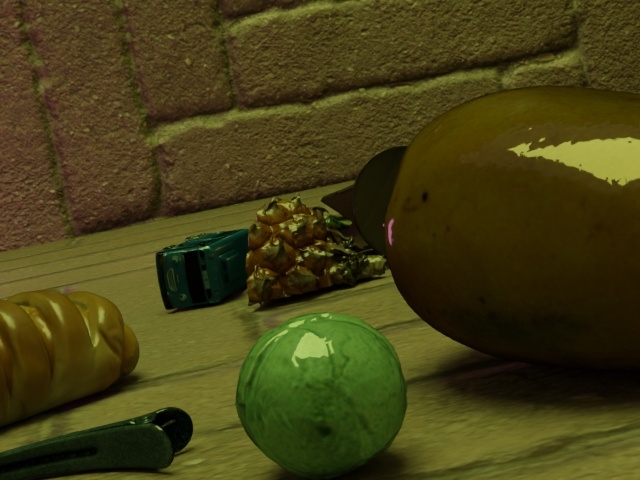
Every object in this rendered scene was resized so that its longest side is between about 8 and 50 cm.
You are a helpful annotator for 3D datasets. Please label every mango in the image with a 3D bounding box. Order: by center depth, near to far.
[{"bbox_3d":[0.254,-0.009,0.981,0.446,0.232,0.300,5,11,35],"label":"mango"}]

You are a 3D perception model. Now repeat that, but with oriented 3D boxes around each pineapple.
[{"bbox_3d":[-0.003,0.001,1.643,0.164,0.139,0.250,-5,6,28],"label":"pineapple"}]

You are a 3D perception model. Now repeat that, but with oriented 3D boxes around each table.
[{"bbox_3d":[0.089,-0.041,1.822,0.167,0.167,0.227,-13,-2,-19],"label":"table"}]

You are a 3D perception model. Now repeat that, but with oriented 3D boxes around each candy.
[{"bbox_3d":[-0.031,0.114,1.001,0.119,0.119,0.440,-12,1,-12],"label":"candy"}]

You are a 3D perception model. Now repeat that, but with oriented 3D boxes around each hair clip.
[{"bbox_3d":[-0.218,0.180,0.974,0.230,0.039,0.070,-14,6,10],"label":"hair clip"}]

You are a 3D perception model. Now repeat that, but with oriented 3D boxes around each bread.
[{"bbox_3d":[-0.337,0.122,1.238,0.311,0.121,0.173,-16,8,-42],"label":"bread"}]

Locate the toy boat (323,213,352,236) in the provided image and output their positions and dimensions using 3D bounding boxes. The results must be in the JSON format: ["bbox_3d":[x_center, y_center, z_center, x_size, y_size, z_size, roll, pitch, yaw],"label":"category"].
[{"bbox_3d":[0.093,-0.050,2.056,0.293,0.099,0.108,-23,12,-26],"label":"toy boat"}]

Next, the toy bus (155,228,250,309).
[{"bbox_3d":[-0.161,0.038,1.750,0.106,0.090,0.185,-7,8,17],"label":"toy bus"}]
